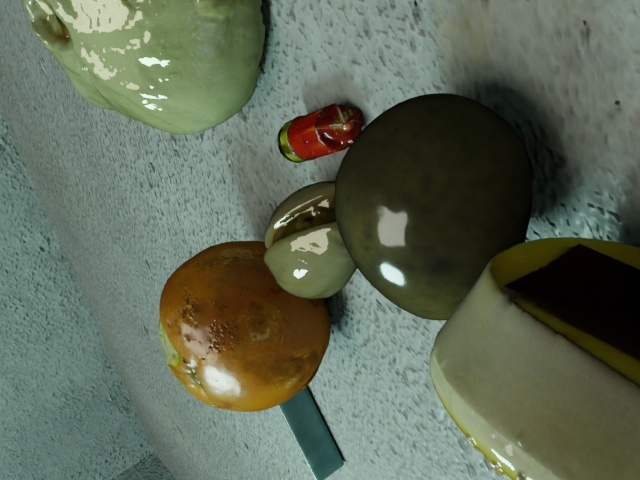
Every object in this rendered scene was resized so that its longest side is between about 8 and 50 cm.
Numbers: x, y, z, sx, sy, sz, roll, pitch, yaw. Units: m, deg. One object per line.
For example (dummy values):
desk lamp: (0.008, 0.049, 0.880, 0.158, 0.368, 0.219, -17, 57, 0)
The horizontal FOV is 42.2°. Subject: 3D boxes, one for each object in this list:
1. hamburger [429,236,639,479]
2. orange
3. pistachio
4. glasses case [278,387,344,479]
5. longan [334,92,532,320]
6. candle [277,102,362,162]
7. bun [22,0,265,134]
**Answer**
hamburger: (0.209, 0.113, 0.528, 0.295, 0.227, 0.151, 40, 126, 43)
orange: (-0.106, 0.117, 1.135, 0.240, 0.240, 0.240, 44, 151, 32)
pistachio: (0.000, 0.000, 0.938, 0.124, 0.124, 0.185, 57, 150, 6)
glasses case: (-0.042, 0.270, 1.407, 0.105, 0.056, 0.266, -117, 2, -79)
longan: (0.092, -0.024, 0.663, 0.167, 0.167, 0.187, 21, 146, 54)
candle: (0.002, -0.114, 0.875, 0.131, 0.052, 0.052, -7, 111, 62)
bun: (-0.230, -0.282, 0.953, 0.364, 0.202, 0.364, 41, 150, 31)
